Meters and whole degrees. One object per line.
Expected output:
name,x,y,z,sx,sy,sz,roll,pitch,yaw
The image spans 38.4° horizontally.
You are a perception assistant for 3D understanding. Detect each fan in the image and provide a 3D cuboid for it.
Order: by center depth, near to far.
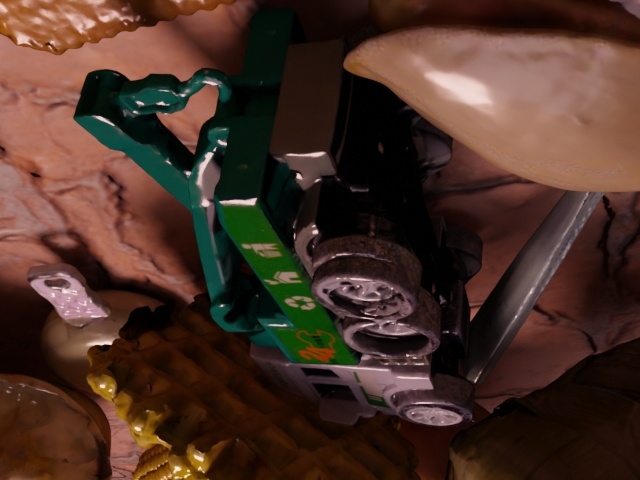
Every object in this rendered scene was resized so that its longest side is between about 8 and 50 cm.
fan,0.166,0.001,0.639,0.023,0.057,0.282,17,129,-12

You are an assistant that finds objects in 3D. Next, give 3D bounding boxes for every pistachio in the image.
pistachio,0.121,-0.095,0.456,0.215,0.143,0.144,11,148,-22

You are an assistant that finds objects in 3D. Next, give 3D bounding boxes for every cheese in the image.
cheese,-0.196,0.078,0.822,0.137,0.064,0.227,-9,150,7

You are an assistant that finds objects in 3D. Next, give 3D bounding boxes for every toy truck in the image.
toy truck,0.008,0.001,0.603,0.178,0.176,0.363,-2,151,20

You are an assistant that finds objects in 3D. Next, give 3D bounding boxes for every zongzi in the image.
zongzi,0.238,0.225,0.807,0.361,0.160,0.322,-29,142,-39

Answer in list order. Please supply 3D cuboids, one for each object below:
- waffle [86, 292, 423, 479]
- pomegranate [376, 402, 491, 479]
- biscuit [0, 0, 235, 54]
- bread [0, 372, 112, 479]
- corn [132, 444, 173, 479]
waffle,-0.041,0.136,0.750,0.307,0.312,0.060,30,103,-14
pomegranate,0.092,0.249,0.957,0.229,0.252,0.270,-22,124,-32
biscuit,-0.109,-0.183,0.422,0.232,0.013,0.237,-11,149,17
bread,-0.385,0.251,0.885,0.361,0.250,0.394,9,165,-9
corn,-0.135,0.263,1.114,0.093,0.093,0.244,25,137,-37
